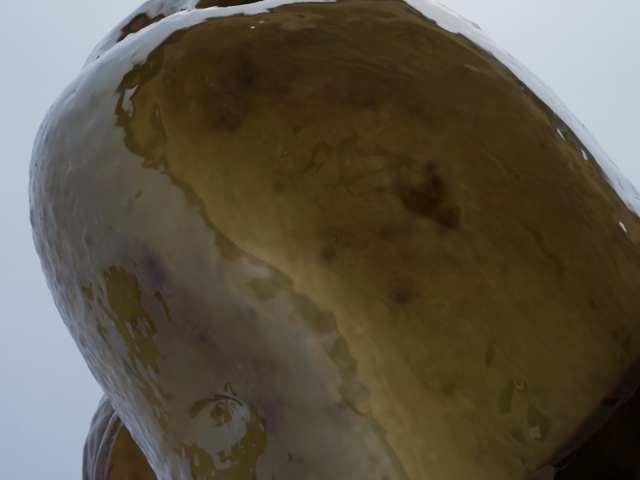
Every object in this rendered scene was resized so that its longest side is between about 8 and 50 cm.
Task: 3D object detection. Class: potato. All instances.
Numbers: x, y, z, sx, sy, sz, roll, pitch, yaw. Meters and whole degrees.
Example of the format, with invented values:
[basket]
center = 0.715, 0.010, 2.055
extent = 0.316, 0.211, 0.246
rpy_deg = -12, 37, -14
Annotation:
[potato]
center = 0.000, 0.000, 0.633
extent = 0.242, 0.242, 0.285
rpy_deg = 29, -160, 1

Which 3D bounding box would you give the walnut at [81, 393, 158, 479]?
[walnut]
center = -0.044, 0.141, 1.074
extent = 0.228, 0.228, 0.228
rpy_deg = 16, -139, -14
